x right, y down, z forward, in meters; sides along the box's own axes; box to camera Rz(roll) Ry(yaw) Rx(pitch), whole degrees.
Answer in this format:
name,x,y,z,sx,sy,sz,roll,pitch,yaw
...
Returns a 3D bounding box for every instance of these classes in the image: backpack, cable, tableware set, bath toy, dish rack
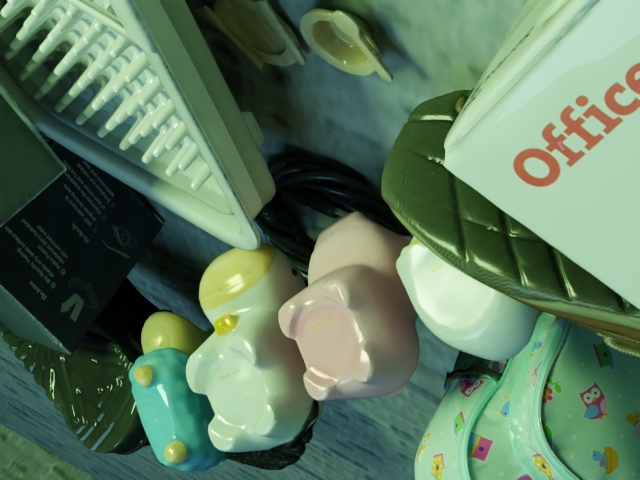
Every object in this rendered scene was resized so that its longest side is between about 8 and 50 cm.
name,x,y,z,sx,sy,sz,roll,pitch,yaw
backpack,0.162,0.140,0.942,0.166,0.188,0.144,39,158,-14
cable,0.000,0.000,1.060,0.150,0.047,0.184,37,159,-10
tableware set,-0.031,-0.148,0.820,0.168,0.020,0.141,11,150,45
bath toy,0.021,0.051,0.944,0.348,0.151,0.129,-24,168,37
dish rack,-0.161,-0.147,0.898,0.285,0.072,0.333,29,159,30

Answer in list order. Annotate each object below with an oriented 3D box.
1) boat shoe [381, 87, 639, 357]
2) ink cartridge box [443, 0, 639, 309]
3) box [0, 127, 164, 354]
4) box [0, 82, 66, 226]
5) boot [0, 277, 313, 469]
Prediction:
name,x,y,z,sx,sy,sz,roll,pitch,yaw
boat shoe,0.186,0.017,0.743,0.324,0.123,0.120,22,162,25
ink cartridge box,0.224,-0.034,0.504,0.289,0.121,0.211,36,141,-7
box,-0.252,-0.009,1.239,0.093,0.158,0.156,14,151,41
box,-0.367,-0.127,0.988,0.294,0.182,0.296,54,168,-25
boot,-0.181,0.103,1.427,0.260,0.131,0.348,11,-145,-48
